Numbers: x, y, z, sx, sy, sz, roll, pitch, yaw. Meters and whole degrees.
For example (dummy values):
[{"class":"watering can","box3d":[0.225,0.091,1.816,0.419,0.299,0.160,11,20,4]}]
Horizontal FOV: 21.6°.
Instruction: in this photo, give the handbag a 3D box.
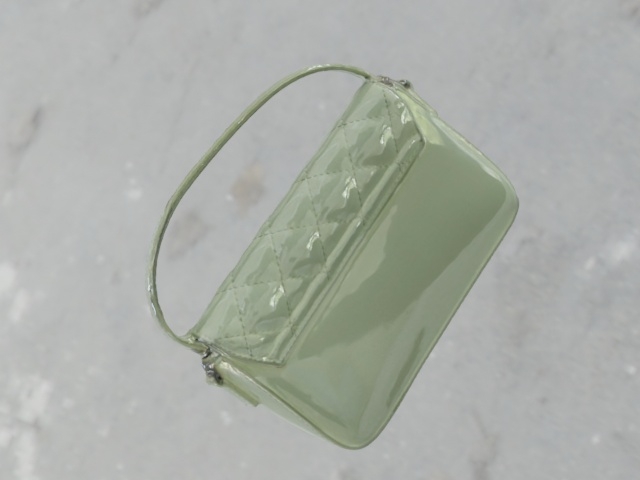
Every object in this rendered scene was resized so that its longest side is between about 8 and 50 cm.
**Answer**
[{"class":"handbag","box3d":[0.000,0.000,1.175,0.256,0.219,0.079,-56,21,-11]}]
